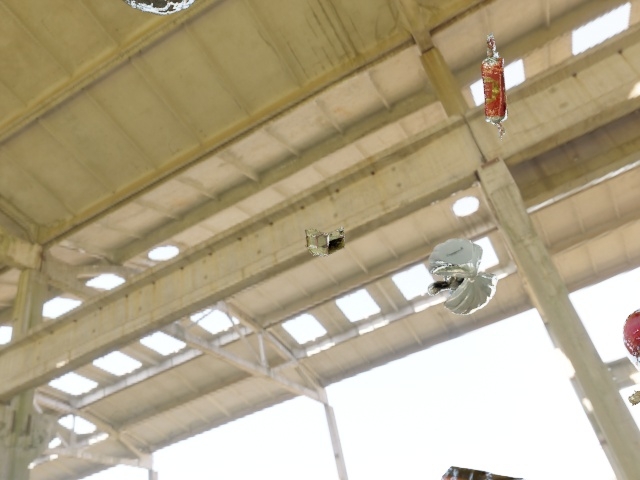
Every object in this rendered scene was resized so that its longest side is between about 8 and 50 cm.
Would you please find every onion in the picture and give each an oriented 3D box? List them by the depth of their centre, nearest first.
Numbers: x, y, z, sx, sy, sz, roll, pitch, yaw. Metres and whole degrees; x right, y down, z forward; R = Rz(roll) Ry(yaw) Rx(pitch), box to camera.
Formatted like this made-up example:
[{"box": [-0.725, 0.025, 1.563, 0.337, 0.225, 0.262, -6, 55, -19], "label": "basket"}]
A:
[{"box": [0.432, 0.163, 0.663, 0.150, 0.150, 0.140, 9, -64, -29], "label": "onion"}]

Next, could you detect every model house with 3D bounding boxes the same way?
[{"box": [0.000, 0.000, 1.042, 0.083, 0.058, 0.057, -24, -64, -42], "label": "model house"}]

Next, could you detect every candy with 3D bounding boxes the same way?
[{"box": [0.466, -0.405, 1.443, 0.059, 0.086, 0.292, -2, -66, 23], "label": "candy"}]

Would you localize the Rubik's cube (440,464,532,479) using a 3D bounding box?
[{"box": [0.252, 0.383, 0.471, 0.288, 0.283, 0.293, 19, -18, -4], "label": "Rubik's cube"}]

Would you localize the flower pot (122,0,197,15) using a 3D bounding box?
[{"box": [-0.342, -0.652, 1.150, 0.302, 0.302, 0.213, 2, -3, -21], "label": "flower pot"}]

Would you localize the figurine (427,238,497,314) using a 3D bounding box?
[{"box": [0.190, 0.054, 0.734, 0.094, 0.082, 0.086, -25, -52, -7], "label": "figurine"}]
